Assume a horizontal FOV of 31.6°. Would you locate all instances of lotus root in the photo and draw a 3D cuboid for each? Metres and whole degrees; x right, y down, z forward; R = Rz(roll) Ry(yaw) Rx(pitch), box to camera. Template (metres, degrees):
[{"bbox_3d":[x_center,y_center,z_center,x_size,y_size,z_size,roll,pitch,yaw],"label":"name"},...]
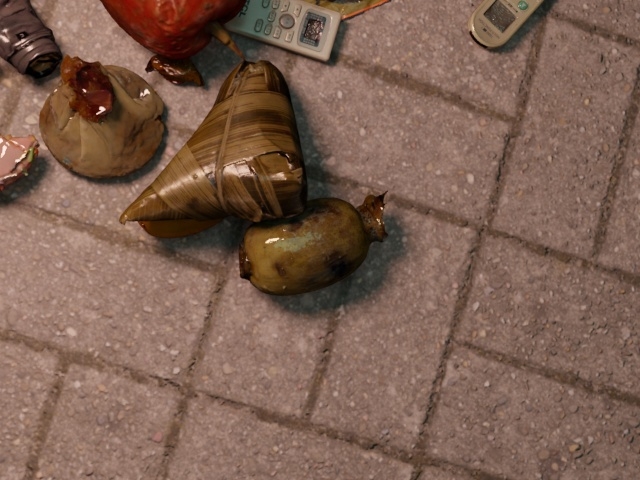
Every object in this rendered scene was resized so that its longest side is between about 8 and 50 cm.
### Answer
[{"bbox_3d":[0.001,0.002,1.798,0.278,0.154,0.154,-19,89,-15],"label":"lotus root"}]

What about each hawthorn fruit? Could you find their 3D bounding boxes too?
[{"bbox_3d":[-0.234,-0.417,1.739,0.258,0.258,0.261,-19,60,-11],"label":"hawthorn fruit"}]

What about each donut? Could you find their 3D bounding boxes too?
[{"bbox_3d":[-0.557,-0.172,1.744,0.199,0.085,0.232,-26,90,-12],"label":"donut"}]

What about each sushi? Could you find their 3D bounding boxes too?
[{"bbox_3d":[-0.233,-0.279,1.834,0.099,0.047,0.050,24,69,9],"label":"sushi"}]

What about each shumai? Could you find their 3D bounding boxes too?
[{"bbox_3d":[-0.341,-0.199,1.769,0.201,0.120,0.201,1,82,-10],"label":"shumai"}]

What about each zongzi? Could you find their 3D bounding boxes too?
[{"bbox_3d":[-0.176,-0.145,1.753,0.288,0.134,0.286,-12,52,1],"label":"zongzi"}]

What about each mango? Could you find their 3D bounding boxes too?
[{"bbox_3d":[-0.206,-0.061,1.801,0.184,0.085,0.102,-20,82,-22],"label":"mango"}]

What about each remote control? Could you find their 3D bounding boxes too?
[{"bbox_3d":[0.337,-0.419,1.951,0.078,0.042,0.221,43,80,-5],"label":"remote control"},{"bbox_3d":[-0.066,-0.363,1.872,0.190,0.029,0.087,18,86,-5],"label":"remote control"}]

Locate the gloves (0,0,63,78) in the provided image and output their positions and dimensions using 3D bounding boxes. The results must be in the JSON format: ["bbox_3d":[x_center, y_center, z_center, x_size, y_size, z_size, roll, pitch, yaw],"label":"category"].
[{"bbox_3d":[-0.518,-0.370,1.754,0.142,0.119,0.285,-37,102,-23],"label":"gloves"}]

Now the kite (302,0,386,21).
[{"bbox_3d":[0.005,-0.522,1.915,0.328,0.013,0.377,16,83,-7],"label":"kite"}]
